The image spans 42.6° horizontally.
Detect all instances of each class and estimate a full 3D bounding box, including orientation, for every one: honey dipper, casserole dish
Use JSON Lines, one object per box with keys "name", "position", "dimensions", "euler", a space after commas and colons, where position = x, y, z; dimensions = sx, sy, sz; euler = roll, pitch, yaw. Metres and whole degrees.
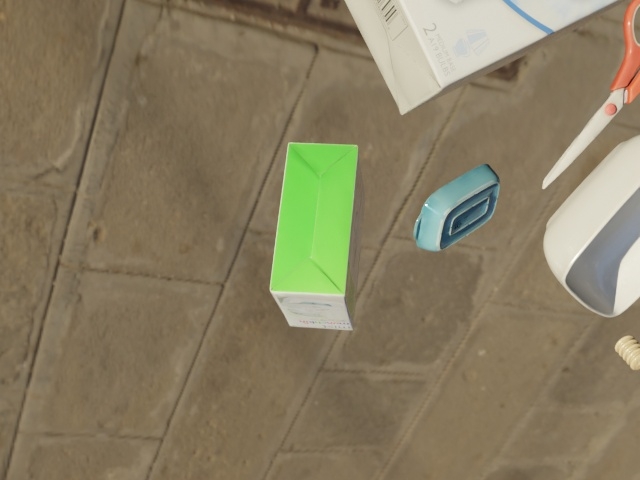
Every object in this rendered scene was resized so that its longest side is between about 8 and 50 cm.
{"name": "honey dipper", "position": [0.426, 0.179, 1.016], "dimensions": [0.030, 0.161, 0.030], "euler": [-13, 129, -16]}
{"name": "casserole dish", "position": [0.221, -0.047, 1.284], "dimensions": [0.188, 0.037, 0.114], "euler": [-29, 139, -32]}

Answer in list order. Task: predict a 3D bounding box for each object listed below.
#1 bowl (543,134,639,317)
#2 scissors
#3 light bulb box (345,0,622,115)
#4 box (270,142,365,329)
{"name": "bowl", "position": [0.241, -0.015, 0.650], "dimensions": [0.142, 0.053, 0.142], "euler": [-50, 138, 11]}
{"name": "scissors", "position": [0.402, -0.183, 1.089], "dimensions": [0.109, 0.021, 0.297], "euler": [24, 96, -15]}
{"name": "light bulb box", "position": [0.218, -0.428, 1.178], "dimensions": [0.361, 0.225, 0.358], "euler": [-28, 95, -8]}
{"name": "box", "position": [0.000, 0.000, 1.407], "dimensions": [0.126, 0.262, 0.231], "euler": [3, 160, 8]}
